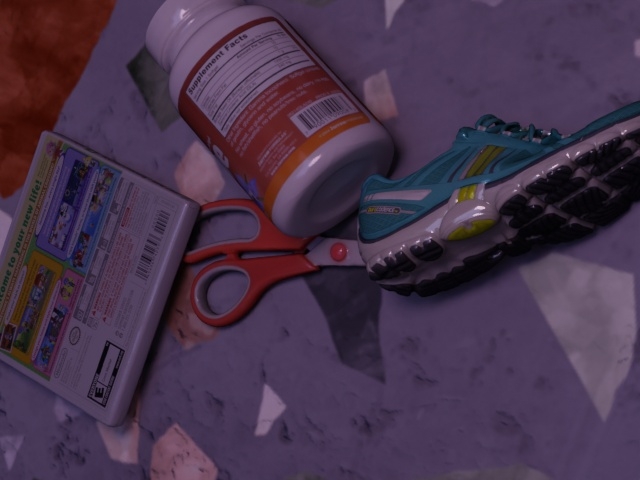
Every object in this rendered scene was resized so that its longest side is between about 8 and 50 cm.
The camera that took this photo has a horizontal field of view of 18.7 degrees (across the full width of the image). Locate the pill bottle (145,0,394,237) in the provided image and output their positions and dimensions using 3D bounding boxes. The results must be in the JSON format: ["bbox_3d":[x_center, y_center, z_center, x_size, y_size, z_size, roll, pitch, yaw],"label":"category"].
[{"bbox_3d":[-0.048,-0.115,1.606,0.121,0.121,0.216,-49,65,18],"label":"pill bottle"}]

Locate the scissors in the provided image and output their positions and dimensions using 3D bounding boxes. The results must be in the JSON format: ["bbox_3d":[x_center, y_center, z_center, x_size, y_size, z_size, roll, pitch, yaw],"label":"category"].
[{"bbox_3d":[0.000,0.000,1.629,0.297,0.021,0.109,-13,79,30],"label":"scissors"}]

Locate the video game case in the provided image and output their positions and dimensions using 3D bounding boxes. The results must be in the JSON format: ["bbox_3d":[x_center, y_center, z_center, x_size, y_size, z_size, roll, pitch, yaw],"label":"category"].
[{"bbox_3d":[-0.213,0.031,1.738,0.193,0.023,0.212,26,101,35],"label":"video game case"}]

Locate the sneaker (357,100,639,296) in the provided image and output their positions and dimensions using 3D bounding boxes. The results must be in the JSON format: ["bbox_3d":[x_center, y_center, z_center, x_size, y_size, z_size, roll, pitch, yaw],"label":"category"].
[{"bbox_3d":[0.145,-0.054,1.506,0.275,0.107,0.110,-22,59,22],"label":"sneaker"}]
